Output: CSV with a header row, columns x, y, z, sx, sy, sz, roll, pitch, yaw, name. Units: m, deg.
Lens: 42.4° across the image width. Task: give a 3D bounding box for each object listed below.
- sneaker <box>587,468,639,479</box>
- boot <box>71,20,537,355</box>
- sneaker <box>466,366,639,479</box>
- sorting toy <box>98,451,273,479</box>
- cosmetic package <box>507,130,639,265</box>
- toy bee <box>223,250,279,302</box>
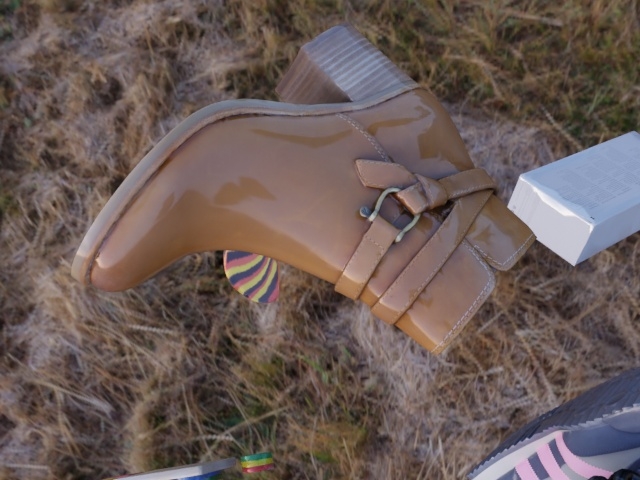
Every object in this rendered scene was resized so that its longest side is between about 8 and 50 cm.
x,y,z,sx,sy,sz,roll,pitch,yaw,name
0.243,0.270,0.685,0.097,0.276,0.135,24,53,5,sneaker
0.000,0.000,0.566,0.283,0.109,0.220,-40,87,-29,boot
0.275,0.217,0.795,0.112,0.319,0.131,-28,76,-33,sneaker
-0.210,0.346,1.169,0.274,0.132,0.046,-12,78,13,sorting toy
0.319,-0.052,0.920,0.239,0.060,0.099,-20,46,-38,cosmetic package
-0.122,-0.058,1.300,0.162,0.195,0.298,9,80,-8,toy bee
